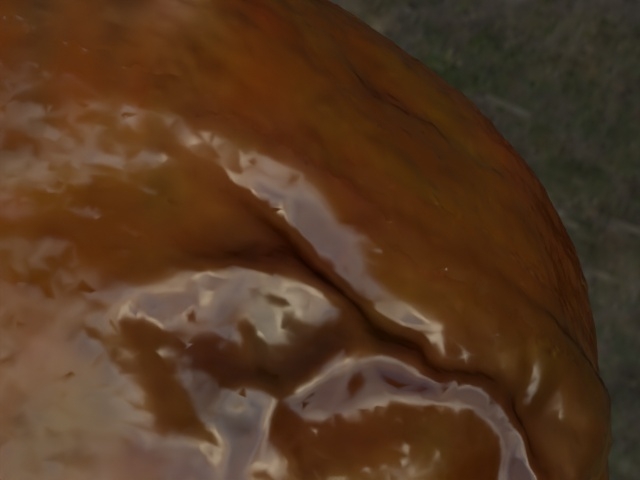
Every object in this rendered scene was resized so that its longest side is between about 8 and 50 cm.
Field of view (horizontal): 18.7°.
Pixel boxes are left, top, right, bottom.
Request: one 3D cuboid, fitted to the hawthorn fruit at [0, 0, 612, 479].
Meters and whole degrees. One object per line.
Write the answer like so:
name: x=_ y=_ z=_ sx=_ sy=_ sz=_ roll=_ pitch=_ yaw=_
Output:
hawthorn fruit: x=-0.087 y=0.075 z=0.897 sx=0.471 sy=0.472 sz=0.472 roll=17 pitch=143 yaw=13
